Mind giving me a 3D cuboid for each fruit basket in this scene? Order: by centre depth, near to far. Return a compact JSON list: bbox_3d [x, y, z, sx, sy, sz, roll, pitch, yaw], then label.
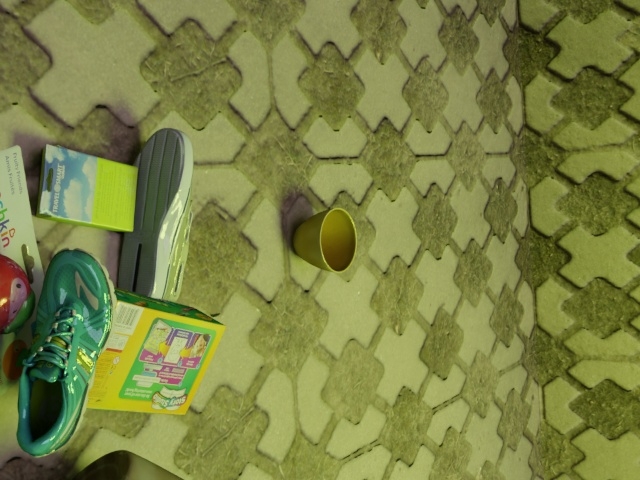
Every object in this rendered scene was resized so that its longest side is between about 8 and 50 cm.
[{"bbox_3d":[-0.446,0.082,1.046,0.353,0.165,0.327,-40,132,-59],"label":"fruit basket"}]

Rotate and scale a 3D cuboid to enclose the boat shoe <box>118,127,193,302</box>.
[{"bbox_3d":[-0.264,-0.033,1.388,0.094,0.109,0.302,15,87,-66],"label":"boat shoe"}]

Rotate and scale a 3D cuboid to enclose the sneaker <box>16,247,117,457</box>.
[{"bbox_3d":[-0.335,0.146,1.095,0.110,0.107,0.275,121,-23,-87],"label":"sneaker"}]

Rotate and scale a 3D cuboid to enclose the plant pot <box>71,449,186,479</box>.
[{"bbox_3d":[-0.257,0.471,1.227,0.280,0.323,0.323,50,48,-20],"label":"plant pot"}]

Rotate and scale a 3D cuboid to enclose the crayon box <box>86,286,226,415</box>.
[{"bbox_3d":[-0.280,0.172,1.286,0.278,0.081,0.165,26,89,-59],"label":"crayon box"}]

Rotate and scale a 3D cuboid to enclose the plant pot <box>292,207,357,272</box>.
[{"bbox_3d":[0.000,0.000,1.745,0.134,0.095,0.134,1,89,-55],"label":"plant pot"}]

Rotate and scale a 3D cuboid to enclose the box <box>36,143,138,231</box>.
[{"bbox_3d":[-0.361,-0.077,1.284,0.178,0.042,0.109,13,78,-54],"label":"box"}]
